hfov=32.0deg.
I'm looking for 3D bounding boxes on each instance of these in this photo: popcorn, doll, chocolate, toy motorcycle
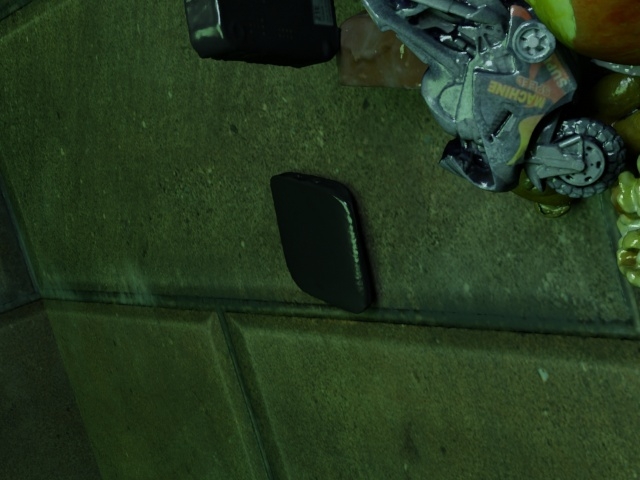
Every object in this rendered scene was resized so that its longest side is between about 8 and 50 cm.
[{"bbox_3d":[0.344,-0.006,1.052,0.135,0.162,0.141,-11,128,25],"label":"popcorn"},{"bbox_3d":[0.257,-0.098,1.146,0.137,0.097,0.209,50,141,-1],"label":"doll"},{"bbox_3d":[0.120,-0.222,1.233,0.214,0.148,0.093,15,116,51],"label":"chocolate"},{"bbox_3d":[0.161,-0.155,1.069,0.173,0.108,0.307,-26,106,26],"label":"toy motorcycle"}]

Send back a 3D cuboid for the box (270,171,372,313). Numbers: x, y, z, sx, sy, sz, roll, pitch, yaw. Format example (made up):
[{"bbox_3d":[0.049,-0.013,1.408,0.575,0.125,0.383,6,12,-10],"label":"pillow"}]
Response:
[{"bbox_3d":[0.000,0.000,1.651,0.212,0.042,0.201,14,120,55],"label":"box"}]

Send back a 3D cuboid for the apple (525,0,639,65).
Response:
[{"bbox_3d":[0.254,-0.258,0.903,0.226,0.246,0.246,5,113,56],"label":"apple"}]

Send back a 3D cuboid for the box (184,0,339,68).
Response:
[{"bbox_3d":[-0.075,-0.362,1.179,0.058,0.211,0.350,-7,90,34],"label":"box"}]

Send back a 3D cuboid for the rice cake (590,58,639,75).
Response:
[{"bbox_3d":[0.376,-0.143,0.952,0.365,0.072,0.056,30,133,46],"label":"rice cake"}]
